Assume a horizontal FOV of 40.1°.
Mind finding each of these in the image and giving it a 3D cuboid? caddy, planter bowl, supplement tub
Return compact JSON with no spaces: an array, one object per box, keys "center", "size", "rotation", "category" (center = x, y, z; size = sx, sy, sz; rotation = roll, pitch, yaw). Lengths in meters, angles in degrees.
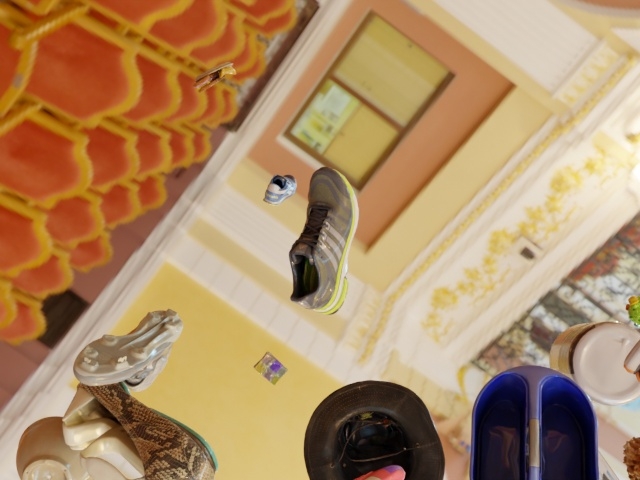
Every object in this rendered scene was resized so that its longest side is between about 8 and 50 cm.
[{"center":[0.415,0.417,1.712],"size":[0.179,0.241,0.341],"rotation":[70,24,-60],"category":"caddy"},{"center":[-0.533,0.448,1.746],"size":[0.162,0.162,0.109],"rotation":[-53,-166,13],"category":"planter bowl"},{"center":[0.710,0.314,2.257],"size":[0.207,0.207,0.338],"rotation":[-55,173,-3],"category":"supplement tub"}]

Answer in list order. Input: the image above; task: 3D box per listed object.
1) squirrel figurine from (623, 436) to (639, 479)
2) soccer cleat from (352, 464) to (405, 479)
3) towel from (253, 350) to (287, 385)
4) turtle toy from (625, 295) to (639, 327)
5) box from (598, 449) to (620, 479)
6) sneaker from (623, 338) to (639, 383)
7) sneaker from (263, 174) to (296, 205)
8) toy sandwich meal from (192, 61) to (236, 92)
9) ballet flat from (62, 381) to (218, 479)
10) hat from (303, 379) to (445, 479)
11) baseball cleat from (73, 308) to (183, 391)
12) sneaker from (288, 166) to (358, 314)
[{"center":[0.727,0.467,1.530],"size":[0.370,0.396,0.281],"rotation":[-35,128,-54],"category":"squirrel figurine"},{"center":[0.062,0.499,1.703],"size":[0.248,0.083,0.095],"rotation":[-48,-131,22],"category":"soccer cleat"},{"center":[-0.133,0.342,2.344],"size":[0.060,0.083,0.009],"rotation":[-46,-163,-6],"category":"towel"},{"center":[0.856,0.182,2.298],"size":[0.130,0.095,0.066],"rotation":[-20,168,-19],"category":"turtle toy"},{"center":[0.639,0.648,2.116],"size":[0.087,0.169,0.290],"rotation":[-28,-168,37],"category":"box"},{"center":[0.654,0.139,1.410],"size":[0.124,0.180,0.321],"rotation":[-11,136,-55],"category":"sneaker"},{"center":[-0.095,-0.139,2.201],"size":[0.144,0.053,0.059],"rotation":[-54,159,-57],"category":"sneaker"},{"center":[-0.191,-0.296,1.591],"size":[0.085,0.029,0.085],"rotation":[-25,-172,4],"category":"toy sandwich meal"},{"center":[-0.380,0.358,1.649],"size":[0.182,0.164,0.482],"rotation":[-30,-148,-27],"category":"ballet flat"},{"center":[0.112,0.468,1.951],"size":[0.331,0.331,0.134],"rotation":[-55,-178,-3],"category":"hat"},{"center":[-0.241,0.159,1.110],"size":[0.206,0.072,0.109],"rotation":[-28,141,-61],"category":"baseball cleat"},{"center":[0.000,0.000,1.754],"size":[0.121,0.111,0.300],"rotation":[6,86,-59],"category":"sneaker"}]
